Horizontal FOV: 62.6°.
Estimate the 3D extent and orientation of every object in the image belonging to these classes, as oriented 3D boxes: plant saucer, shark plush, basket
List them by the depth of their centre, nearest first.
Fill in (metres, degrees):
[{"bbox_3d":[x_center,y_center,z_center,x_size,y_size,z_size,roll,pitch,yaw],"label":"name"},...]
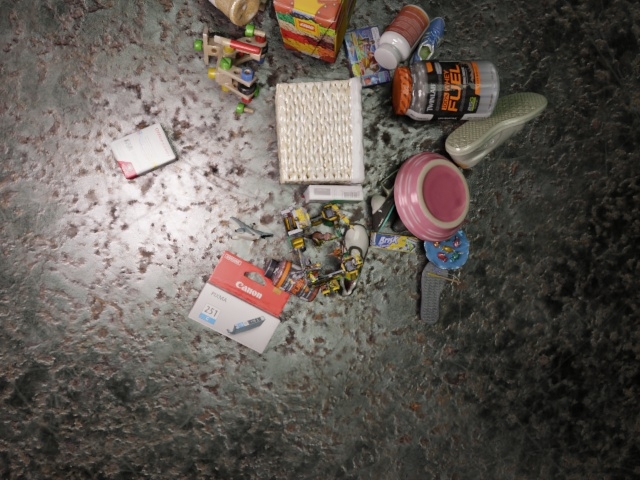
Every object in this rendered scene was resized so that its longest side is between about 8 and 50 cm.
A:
[{"bbox_3d":[-0.009,-0.340,1.745,0.266,0.328,0.332,-4,95,-5],"label":"basket"},{"bbox_3d":[-0.245,-0.039,1.861,0.161,0.073,0.067,8,63,-6],"label":"shark plush"},{"bbox_3d":[0.418,-0.162,1.892,0.332,0.084,0.332,5,81,-30],"label":"plant saucer"}]

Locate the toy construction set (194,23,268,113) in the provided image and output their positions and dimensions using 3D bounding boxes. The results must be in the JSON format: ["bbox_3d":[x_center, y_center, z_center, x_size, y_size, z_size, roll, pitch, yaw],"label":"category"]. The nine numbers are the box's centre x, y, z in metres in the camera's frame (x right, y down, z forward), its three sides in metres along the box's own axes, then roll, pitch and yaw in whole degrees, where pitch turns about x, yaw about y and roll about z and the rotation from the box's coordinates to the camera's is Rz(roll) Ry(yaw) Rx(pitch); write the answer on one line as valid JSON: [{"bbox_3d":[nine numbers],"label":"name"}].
[{"bbox_3d":[-0.305,-0.595,1.696,0.237,0.309,0.258,14,84,-6],"label":"toy construction set"}]

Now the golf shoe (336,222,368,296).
[{"bbox_3d":[0.123,0.073,1.900,0.105,0.120,0.273,12,91,-9],"label":"golf shoe"}]

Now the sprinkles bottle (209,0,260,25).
[{"bbox_3d":[-0.347,-0.836,1.678,0.121,0.121,0.355,-43,74,-4],"label":"sprinkles bottle"}]

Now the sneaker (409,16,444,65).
[{"bbox_3d":[0.399,-0.713,1.907,0.080,0.081,0.211,24,88,-9],"label":"sneaker"}]

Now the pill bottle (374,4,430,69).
[{"bbox_3d":[0.282,-0.709,1.845,0.121,0.121,0.216,38,73,-10],"label":"pill bottle"}]

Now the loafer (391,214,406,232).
[{"bbox_3d":[0.339,-0.090,1.953,0.170,0.061,0.062,-39,101,-4],"label":"loafer"}]

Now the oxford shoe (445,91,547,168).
[{"bbox_3d":[0.650,-0.412,1.956,0.449,0.169,0.130,-34,134,-13],"label":"oxford shoe"}]

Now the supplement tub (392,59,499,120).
[{"bbox_3d":[0.433,-0.529,1.856,0.337,0.207,0.207,-2,95,-4],"label":"supplement tub"}]

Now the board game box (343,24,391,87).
[{"bbox_3d":[0.166,-0.657,1.894,0.136,0.035,0.201,-15,97,-8],"label":"board game box"}]

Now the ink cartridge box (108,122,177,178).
[{"bbox_3d":[-0.579,-0.293,1.743,0.176,0.127,0.128,-24,98,-7],"label":"ink cartridge box"}]

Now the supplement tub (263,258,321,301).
[{"bbox_3d":[-0.101,0.136,1.871,0.197,0.106,0.106,26,90,-11],"label":"supplement tub"}]

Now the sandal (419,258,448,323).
[{"bbox_3d":[0.417,0.187,1.997,0.097,0.054,0.255,11,95,0],"label":"sandal"}]

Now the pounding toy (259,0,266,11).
[{"bbox_3d":[-0.183,-0.882,1.786,0.206,0.094,0.181,19,91,-11],"label":"pounding toy"}]

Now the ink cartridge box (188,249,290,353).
[{"bbox_3d":[-0.274,0.218,1.868,0.296,0.066,0.261,29,90,-11],"label":"ink cartridge box"}]

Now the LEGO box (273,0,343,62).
[{"bbox_3d":[0.037,-0.880,1.671,0.193,0.372,0.500,19,90,1],"label":"LEGO box"}]

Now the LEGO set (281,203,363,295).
[{"bbox_3d":[0.000,0.000,1.778,0.254,0.192,0.331,-11,64,-2],"label":"LEGO set"}]

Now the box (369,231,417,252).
[{"bbox_3d":[0.267,0.006,1.952,0.168,0.054,0.059,7,93,-11],"label":"box"}]

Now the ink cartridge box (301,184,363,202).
[{"bbox_3d":[0.034,-0.145,1.810,0.180,0.224,0.056,0,83,-10],"label":"ink cartridge box"}]

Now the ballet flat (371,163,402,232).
[{"bbox_3d":[0.244,-0.161,1.923,0.096,0.095,0.280,34,78,-1],"label":"ballet flat"}]

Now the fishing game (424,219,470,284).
[{"bbox_3d":[0.476,0.017,1.965,0.189,0.041,0.264,20,73,-10],"label":"fishing game"}]
